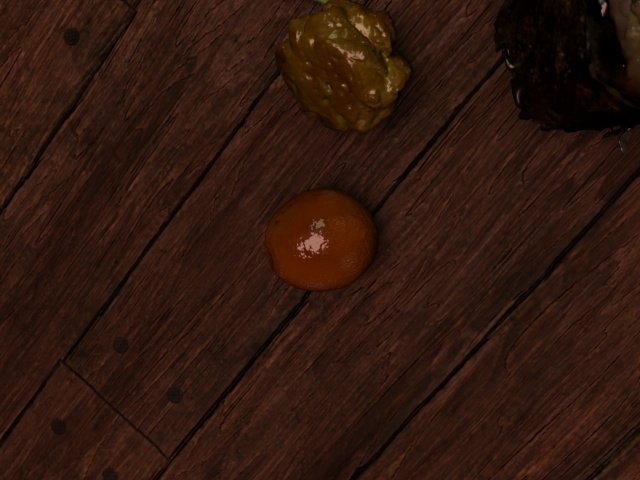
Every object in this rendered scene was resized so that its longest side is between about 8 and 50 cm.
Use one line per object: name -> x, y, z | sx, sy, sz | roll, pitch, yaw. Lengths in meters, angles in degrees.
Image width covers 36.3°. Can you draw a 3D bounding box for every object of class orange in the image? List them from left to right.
orange -> 0.000, 0.000, 1.758 | 0.206, 0.206, 0.205 | 3, 100, 17

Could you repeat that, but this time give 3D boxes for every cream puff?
cream puff -> 0.042, -0.302, 1.694 | 0.196, 0.244, 0.244 | -35, 88, -12

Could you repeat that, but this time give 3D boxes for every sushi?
sushi -> 0.457, -0.305, 1.484 | 0.300, 0.294, 0.281 | 7, 79, -22

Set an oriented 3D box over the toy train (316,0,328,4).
toy train -> 0.008, -0.531, 1.726 | 0.157, 0.105, 0.253 | 24, 104, 0
